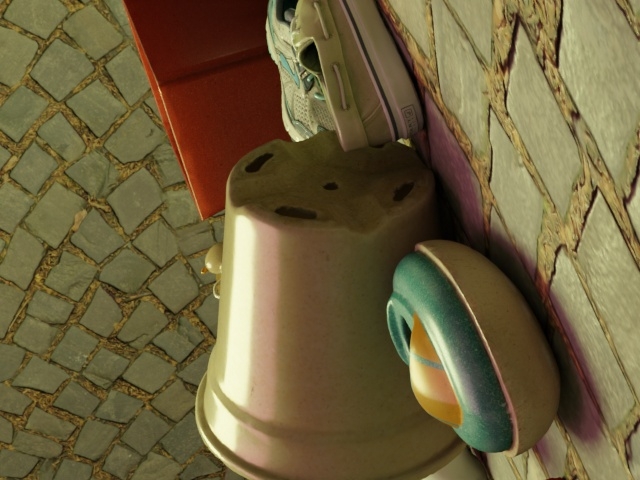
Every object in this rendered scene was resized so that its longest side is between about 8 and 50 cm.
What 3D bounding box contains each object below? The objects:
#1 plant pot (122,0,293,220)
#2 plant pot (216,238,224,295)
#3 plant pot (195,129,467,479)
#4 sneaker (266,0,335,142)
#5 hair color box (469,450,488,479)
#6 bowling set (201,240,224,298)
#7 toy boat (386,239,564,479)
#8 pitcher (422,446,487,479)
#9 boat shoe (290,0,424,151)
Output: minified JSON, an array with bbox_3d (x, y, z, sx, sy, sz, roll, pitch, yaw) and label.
[{"bbox_3d":[-0.130,-0.238,2.067,0.267,0.235,0.267,-117,10,-47],"label":"plant pot"},{"bbox_3d":[-0.019,0.047,2.163,0.237,0.237,0.254,71,162,-3],"label":"plant pot"},{"bbox_3d":[0.017,0.059,1.525,0.334,0.333,0.305,-118,22,-55],"label":"plant pot"},{"bbox_3d":[-0.010,-0.221,1.676,0.122,0.110,0.283,84,165,-52],"label":"sneaker"},{"bbox_3d":[0.201,0.350,1.832,0.167,0.053,0.093,-123,16,-61],"label":"hair color box"},{"bbox_3d":[0.000,0.000,1.791,0.154,0.287,0.200,54,-174,39],"label":"bowling set"},{"bbox_3d":[0.144,0.166,1.315,0.267,0.148,0.318,-127,19,-70],"label":"toy boat"},{"bbox_3d":[0.120,0.223,1.788,0.178,0.125,0.207,33,152,58],"label":"pitcher"},{"bbox_3d":[0.016,-0.221,1.484,0.109,0.094,0.302,78,170,-52],"label":"boat shoe"}]
